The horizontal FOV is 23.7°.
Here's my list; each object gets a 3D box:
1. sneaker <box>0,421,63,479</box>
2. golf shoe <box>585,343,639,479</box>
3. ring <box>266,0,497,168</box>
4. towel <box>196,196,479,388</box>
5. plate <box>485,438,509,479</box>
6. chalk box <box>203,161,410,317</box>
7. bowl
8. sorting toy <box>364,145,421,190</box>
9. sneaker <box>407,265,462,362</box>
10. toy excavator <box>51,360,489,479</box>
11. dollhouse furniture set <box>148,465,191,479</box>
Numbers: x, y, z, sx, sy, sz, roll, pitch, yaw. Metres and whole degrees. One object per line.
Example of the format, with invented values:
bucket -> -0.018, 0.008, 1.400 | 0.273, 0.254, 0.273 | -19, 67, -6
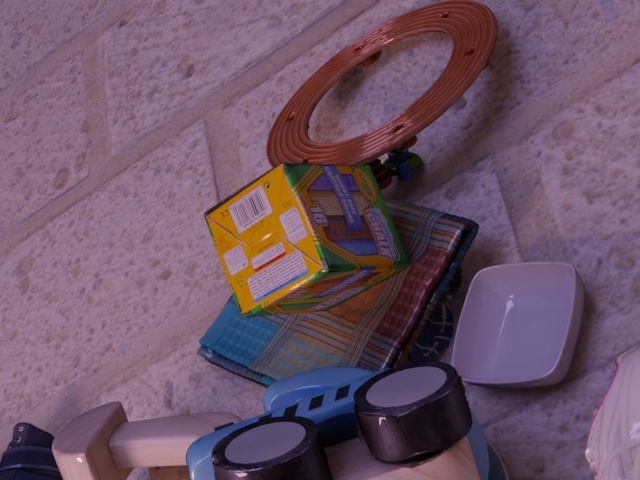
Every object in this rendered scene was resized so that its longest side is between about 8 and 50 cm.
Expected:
sneaker -> -0.435, 0.322, 1.991 | 0.226, 0.086, 0.163 | -1, 53, -5
golf shoe -> 0.305, 0.225, 1.428 | 0.140, 0.115, 0.306 | -9, 53, 57
ring -> 0.078, -0.186, 1.913 | 0.336, 0.032, 0.337 | -29, 27, 17
towel -> 0.008, 0.061, 1.816 | 0.370, 0.040, 0.271 | 16, 73, 57
plate -> 0.124, 0.287, 1.599 | 0.188, 0.024, 0.188 | -24, 48, 30
chalk box -> 0.000, 0.000, 1.698 | 0.132, 0.213, 0.132 | -31, 72, 33
bowl -> 0.218, 0.097, 1.625 | 0.142, 0.053, 0.142 | -5, 58, 41
sorting toy -> 0.083, -0.096, 1.860 | 0.061, 0.042, 0.102 | 8, 33, 43
sneaker -> 0.120, 0.080, 1.738 | 0.058, 0.052, 0.135 | -15, 48, 51
toy excavator -> -0.058, 0.243, 1.598 | 0.432, 0.222, 0.445 | -20, 17, -5
dollhouse furniture set -> -0.197, 0.337, 1.815 | 0.183, 0.129, 0.129 | -13, 48, -1
